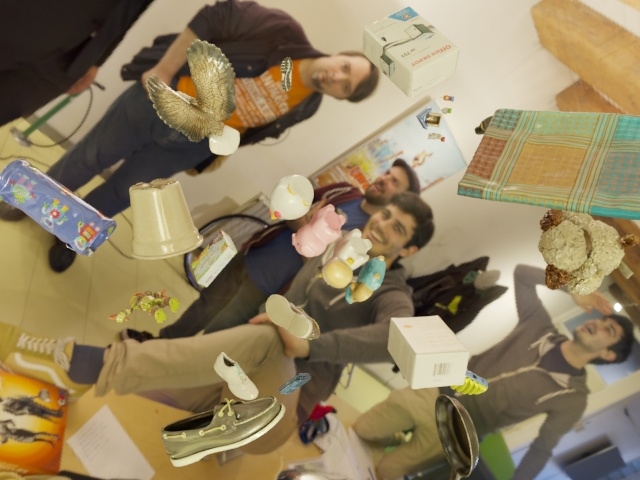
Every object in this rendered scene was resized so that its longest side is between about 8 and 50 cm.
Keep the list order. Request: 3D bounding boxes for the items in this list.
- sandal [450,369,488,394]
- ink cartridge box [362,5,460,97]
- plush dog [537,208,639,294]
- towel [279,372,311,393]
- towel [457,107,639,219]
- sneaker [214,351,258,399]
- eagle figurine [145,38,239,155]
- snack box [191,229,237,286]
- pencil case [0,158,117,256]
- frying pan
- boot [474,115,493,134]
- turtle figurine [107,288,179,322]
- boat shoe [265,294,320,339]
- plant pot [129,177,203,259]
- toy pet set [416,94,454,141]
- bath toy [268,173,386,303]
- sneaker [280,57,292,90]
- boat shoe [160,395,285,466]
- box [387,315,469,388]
[{"bbox_3d":[0.498,0.480,1.889,0.317,0.126,0.138,27,55,2],"label":"sandal"},{"bbox_3d":[0.210,-0.446,1.159,0.191,0.139,0.082,53,-14,28],"label":"ink cartridge box"},{"bbox_3d":[0.709,0.021,1.358,0.210,0.225,0.263,154,-68,-72],"label":"plush dog"},{"bbox_3d":[-0.092,0.523,1.789,0.067,0.119,0.029,15,40,-48],"label":"towel"},{"bbox_3d":[0.479,-0.157,0.927,0.272,0.369,0.040,-57,143,-30],"label":"towel"},{"bbox_3d":[-0.316,0.509,1.852,0.212,0.094,0.080,37,38,16],"label":"sneaker"},{"bbox_3d":[-0.358,-0.397,1.440,0.298,0.225,0.227,103,-14,-75],"label":"eagle figurine"},{"bbox_3d":[-0.309,0.052,1.424,0.037,0.141,0.100,34,11,-39],"label":"snack box"},{"bbox_3d":[-0.696,-0.079,1.298,0.306,0.133,0.119,36,7,-6],"label":"pencil case"},{"bbox_3d":[0.351,0.547,1.223,0.197,0.053,0.327,136,-56,-77],"label":"frying pan"},{"bbox_3d":[0.672,-0.458,2.021,0.197,0.137,0.077,-10,93,-41],"label":"boot"},{"bbox_3d":[-0.629,0.229,1.821,0.269,0.217,0.087,-26,117,-54],"label":"turtle figurine"},{"bbox_3d":[-0.126,0.342,2.181,0.324,0.117,0.096,27,-2,46],"label":"boat shoe"},{"bbox_3d":[-0.733,-0.114,2.265,0.334,0.333,0.306,-83,168,-70],"label":"plant pot"},{"bbox_3d":[0.309,-0.343,1.356,0.114,0.065,0.122,-98,-164,-71],"label":"toy pet set"},{"bbox_3d":[0.000,0.000,1.188,0.348,0.129,0.151,46,41,-15],"label":"bath toy"},{"bbox_3d":[-0.117,-0.568,1.682,0.044,0.040,0.109,-98,-165,-73],"label":"sneaker"},{"bbox_3d":[-0.233,0.432,1.158,0.109,0.304,0.091,-78,143,-79],"label":"boat shoe"},{"bbox_3d":[0.248,0.258,1.158,0.170,0.129,0.091,-120,-149,-68],"label":"box"}]
